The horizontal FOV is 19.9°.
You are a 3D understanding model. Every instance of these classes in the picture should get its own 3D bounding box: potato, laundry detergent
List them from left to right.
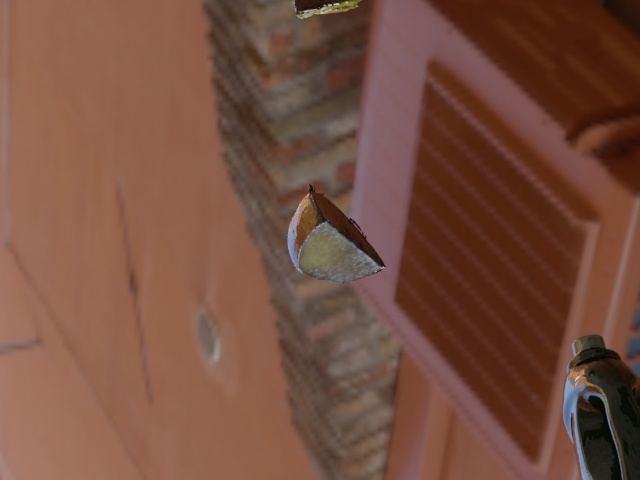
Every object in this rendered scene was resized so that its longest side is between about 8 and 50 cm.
[{"bbox_3d":[-0.001,-0.001,1.019,0.036,0.093,0.037,-38,-117,8],"label":"potato"},{"bbox_3d":[0.202,0.147,1.218,0.063,0.137,0.211,-10,-127,3],"label":"laundry detergent"}]

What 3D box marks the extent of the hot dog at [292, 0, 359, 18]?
[{"bbox_3d":[0.028,-0.268,1.769,0.078,0.061,0.169,34,-107,16],"label":"hot dog"}]
